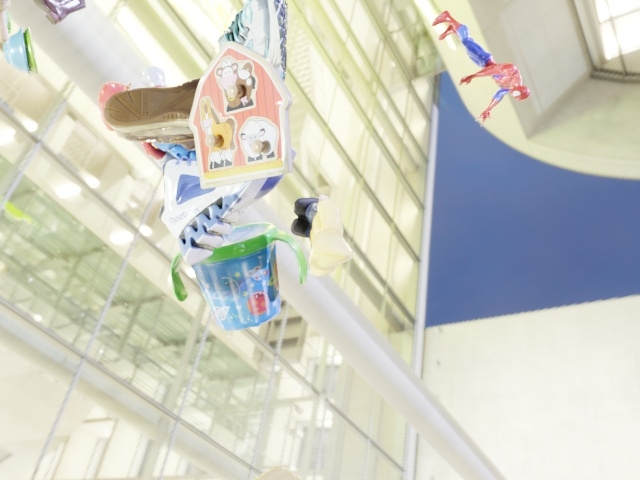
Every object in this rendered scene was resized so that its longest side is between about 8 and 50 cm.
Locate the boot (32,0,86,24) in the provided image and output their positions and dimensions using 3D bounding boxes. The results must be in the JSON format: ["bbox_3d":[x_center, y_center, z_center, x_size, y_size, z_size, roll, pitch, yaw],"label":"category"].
[{"bbox_3d":[-0.615,-0.576,1.535,0.037,0.106,0.114,2,-138,40],"label":"boot"}]

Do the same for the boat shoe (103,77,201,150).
[{"bbox_3d":[-0.273,-0.256,1.385,0.342,0.123,0.123,-6,-115,0],"label":"boat shoe"}]

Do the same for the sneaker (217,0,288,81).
[{"bbox_3d":[-0.119,-0.338,1.119,0.122,0.283,0.110,3,-119,-3],"label":"sneaker"}]

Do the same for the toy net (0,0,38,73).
[{"bbox_3d":[-0.455,-0.343,0.952,0.045,0.232,0.122,-9,-104,-18],"label":"toy net"}]

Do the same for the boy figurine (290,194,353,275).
[{"bbox_3d":[0.000,0.000,1.384,0.092,0.177,0.285,5,-160,-11],"label":"boy figurine"}]

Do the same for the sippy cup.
[{"bbox_3d":[-0.200,0.093,1.610,0.240,0.223,0.306,-22,-164,-39],"label":"sippy cup"}]

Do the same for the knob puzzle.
[{"bbox_3d":[-0.121,-0.177,0.899,0.213,0.030,0.213,4,-83,37],"label":"knob puzzle"}]

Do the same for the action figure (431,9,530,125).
[{"bbox_3d":[0.328,-0.367,1.424,0.139,0.091,0.280,-46,-120,9],"label":"action figure"}]

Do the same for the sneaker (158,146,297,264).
[{"bbox_3d":[-0.213,-0.125,1.299,0.182,0.127,0.315,43,-89,13],"label":"sneaker"}]

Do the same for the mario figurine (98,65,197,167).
[{"bbox_3d":[-0.387,-0.297,1.609,0.198,0.321,0.170,-63,-173,-8],"label":"mario figurine"}]

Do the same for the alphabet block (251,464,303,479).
[{"bbox_3d":[-0.068,0.463,0.892,0.197,0.192,0.193,-18,-157,-37],"label":"alphabet block"}]
